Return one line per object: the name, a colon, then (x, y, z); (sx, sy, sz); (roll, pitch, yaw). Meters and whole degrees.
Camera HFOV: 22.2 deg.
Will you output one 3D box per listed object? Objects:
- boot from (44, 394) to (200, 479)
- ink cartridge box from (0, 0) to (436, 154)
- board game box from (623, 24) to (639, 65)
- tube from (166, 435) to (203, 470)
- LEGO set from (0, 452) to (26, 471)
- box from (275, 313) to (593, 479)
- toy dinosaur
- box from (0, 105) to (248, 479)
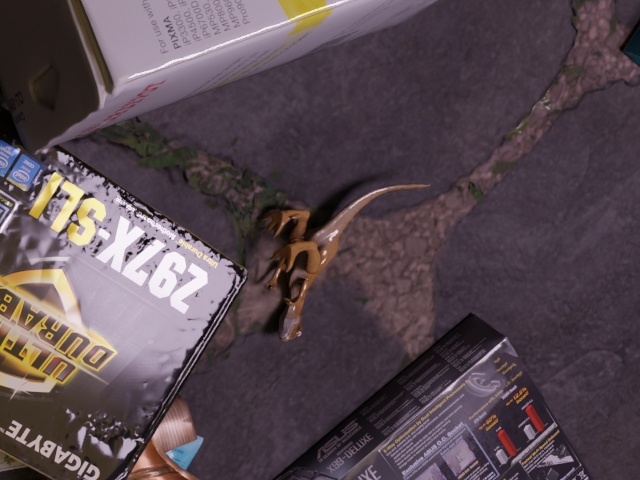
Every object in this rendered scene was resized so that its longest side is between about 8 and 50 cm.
boot: (-0.180, 0.259, 1.581); (0.152, 0.073, 0.197); (-20, 92, -24)
ink cartridge box: (-0.065, -0.223, 1.326); (0.384, 0.279, 0.160); (-23, 92, -23)
board game box: (0.521, -0.219, 1.788); (0.336, 0.079, 0.254); (32, 92, -34)
tube: (-0.194, 0.277, 1.635); (0.080, 0.052, 0.207); (27, 90, -35)
LEGO set: (-0.328, 0.269, 1.552); (0.244, 0.060, 0.182); (-7, 115, -30)
box: (0.121, 0.267, 1.777); (0.307, 0.076, 0.242); (-40, 122, -8)
toy dinosaur: (0.000, 0.000, 1.626); (0.112, 0.064, 0.211); (21, 109, -50)
box: (-0.259, 0.052, 1.446); (0.322, 0.079, 0.257); (35, 79, -26)
